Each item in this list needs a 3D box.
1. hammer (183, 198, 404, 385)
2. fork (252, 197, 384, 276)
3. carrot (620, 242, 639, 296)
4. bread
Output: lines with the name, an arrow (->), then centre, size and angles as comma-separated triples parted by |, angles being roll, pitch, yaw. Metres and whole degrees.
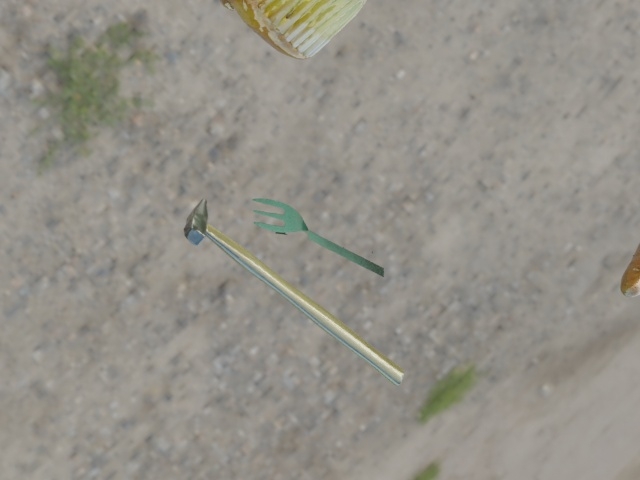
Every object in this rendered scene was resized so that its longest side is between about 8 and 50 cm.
hammer -> -0.016, 0.040, 1.000 | 0.013, 0.199, 0.062 | -46, -162, 16
fork -> 0.002, -0.001, 1.481 | 0.021, 0.235, 0.039 | -20, 118, -31
carrot -> 0.417, 0.036, 1.796 | 0.139, 0.048, 0.048 | -46, 162, -50
bread -> -0.047, -0.341, 1.712 | 0.156, 0.288, 0.204 | -35, 119, 13
